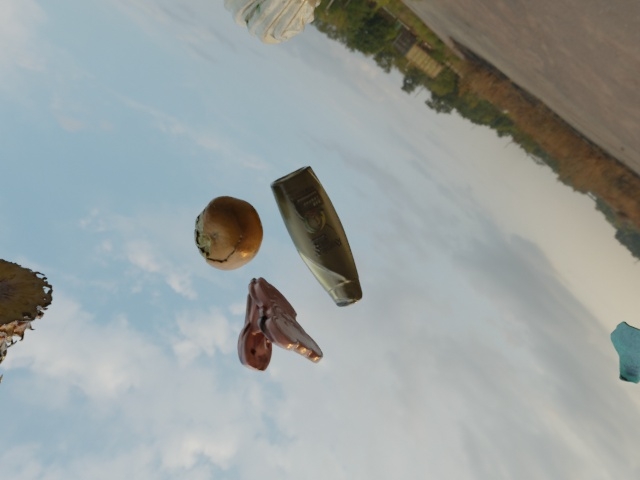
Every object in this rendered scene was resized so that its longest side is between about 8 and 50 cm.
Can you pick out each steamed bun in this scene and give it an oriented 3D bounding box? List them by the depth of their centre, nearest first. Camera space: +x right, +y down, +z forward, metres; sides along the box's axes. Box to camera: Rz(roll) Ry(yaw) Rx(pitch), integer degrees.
[{"bbox_3d":[-0.084,-0.373,0.635,0.183,0.183,0.106,44,-112,7],"label":"steamed bun"}]

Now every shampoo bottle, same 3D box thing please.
[{"bbox_3d":[0.000,0.000,1.051,0.084,0.125,0.350,-125,10,-75],"label":"shampoo bottle"}]

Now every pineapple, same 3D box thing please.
[{"bbox_3d":[-0.693,0.205,0.865,0.262,0.272,0.262,19,-159,-8],"label":"pineapple"}]

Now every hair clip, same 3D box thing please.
[{"bbox_3d":[-0.058,0.113,0.629,0.123,0.102,0.138,46,-143,-42],"label":"hair clip"}]

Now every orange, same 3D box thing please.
[{"bbox_3d":[-0.191,-0.015,0.920,0.156,0.156,0.134,49,-162,16],"label":"orange"}]

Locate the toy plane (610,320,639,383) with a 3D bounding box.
[{"bbox_3d":[0.317,0.097,0.289,0.235,0.060,0.096,18,132,59],"label":"toy plane"}]
